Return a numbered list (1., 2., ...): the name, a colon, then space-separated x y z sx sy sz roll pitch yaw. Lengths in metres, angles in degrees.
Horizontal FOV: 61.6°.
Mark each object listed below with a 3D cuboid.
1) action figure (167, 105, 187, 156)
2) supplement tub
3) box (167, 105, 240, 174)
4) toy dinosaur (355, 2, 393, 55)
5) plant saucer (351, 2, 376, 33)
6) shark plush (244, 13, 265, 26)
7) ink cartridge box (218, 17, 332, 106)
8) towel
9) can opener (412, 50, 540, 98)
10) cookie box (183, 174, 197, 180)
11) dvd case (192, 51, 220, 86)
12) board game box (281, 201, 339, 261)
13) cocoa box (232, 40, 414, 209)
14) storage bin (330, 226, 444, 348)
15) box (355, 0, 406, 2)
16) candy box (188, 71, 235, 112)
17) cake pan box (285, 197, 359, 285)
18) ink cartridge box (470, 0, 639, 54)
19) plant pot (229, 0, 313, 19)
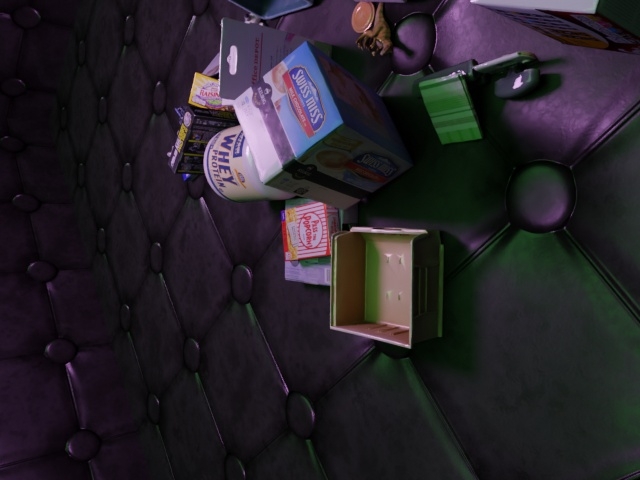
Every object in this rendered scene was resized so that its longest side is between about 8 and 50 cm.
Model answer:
1. action figure: -0.438 -0.417 1.910 0.341 0.179 0.330 46 107 22
2. supplement tub: -0.168 -0.232 1.572 0.325 0.236 0.235 1 92 49
3. box: -0.329 -0.311 1.728 0.060 0.270 0.216 53 129 33
4. toy dinosaur: 0.148 -0.530 1.349 0.112 0.064 0.211 -23 62 35
5. plant saucer: 0.111 -0.587 1.407 0.084 0.013 0.083 4 95 49
6. shark plush: -0.222 -0.723 1.779 0.161 0.073 0.067 153 130 -68
7. ink cartridge box: -0.143 -0.453 1.445 0.119 0.354 0.207 13 101 48
8. towel: 0.284 -0.283 1.161 0.113 0.023 0.152 4 130 50
9. can opener: 0.321 -0.327 1.131 0.284 0.076 0.095 -5 87 50
10. cookie box: -0.511 -0.301 2.112 0.092 0.040 0.107 -30 69 45
11. dvd case: -0.321 -0.605 1.817 0.253 0.022 0.180 -1 51 49
12. board game box: -0.027 -0.024 1.464 0.194 0.045 0.146 -11 83 48
13. cocoa box: 0.018 -0.245 1.246 0.228 0.347 0.231 -32 67 26
14. storage bin: 0.156 0.100 1.300 0.262 0.123 0.260 4 95 49
15. box: 0.137 -0.675 1.270 0.182 0.119 0.180 28 101 45
16. candy box: -0.326 -0.469 1.767 0.206 0.027 0.105 21 108 4
17. cake pan box: 0.000 0.000 1.519 0.267 0.070 0.245 2 95 49
18. ink cartridge box: 0.399 -0.401 0.860 0.272 0.310 0.129 32 115 45
19. plant pot: -0.162 -0.830 1.550 0.248 0.247 0.252 10 89 48
